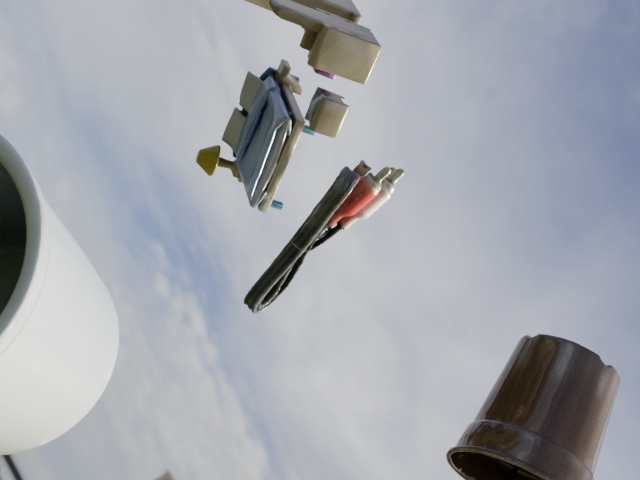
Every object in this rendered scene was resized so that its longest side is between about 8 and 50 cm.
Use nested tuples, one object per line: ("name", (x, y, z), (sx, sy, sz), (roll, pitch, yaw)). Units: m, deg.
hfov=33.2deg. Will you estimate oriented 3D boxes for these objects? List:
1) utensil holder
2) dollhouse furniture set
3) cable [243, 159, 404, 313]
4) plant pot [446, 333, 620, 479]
("utensil holder", (-0.427, 0.073, 1.267), (0.328, 0.327, 0.385), (54, -8, 20))
("dollhouse furniture set", (-0.100, -0.174, 1.297), (0.286, 0.198, 0.303), (-107, -142, -61))
("cable", (0.000, 0.000, 1.450), (0.072, 0.287, 0.139), (39, 8, 8))
("plant pot", (0.250, 0.206, 1.206), (0.167, 0.165, 0.167), (25, -24, 12))
